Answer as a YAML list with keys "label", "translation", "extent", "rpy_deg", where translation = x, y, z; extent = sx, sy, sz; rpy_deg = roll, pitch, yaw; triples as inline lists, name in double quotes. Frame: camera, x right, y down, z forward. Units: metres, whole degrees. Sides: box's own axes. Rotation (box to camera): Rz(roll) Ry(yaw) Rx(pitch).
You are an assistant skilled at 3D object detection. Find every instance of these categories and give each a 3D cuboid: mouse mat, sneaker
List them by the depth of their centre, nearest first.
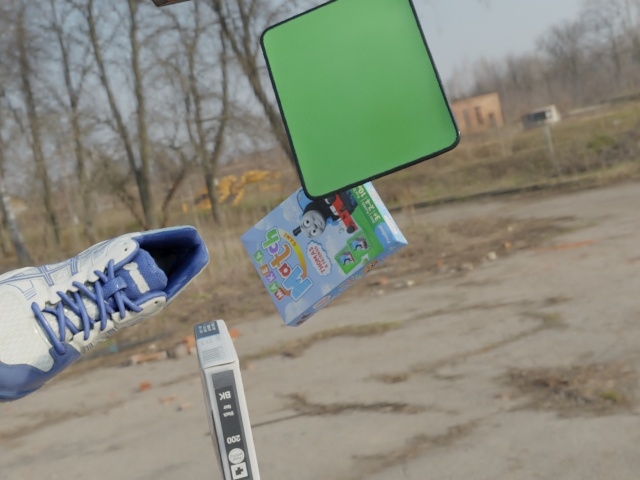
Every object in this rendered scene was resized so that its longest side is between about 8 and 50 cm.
- label: "mouse mat"
  translation: [0.032, -0.143, 0.902]
  extent: [0.153, 0.189, 0.007]
  rpy_deg: [-20, -20, 11]
- label: "sneaker"
  translation: [-0.222, 0.049, 0.937]
  extent: [0.131, 0.112, 0.296]
  rpy_deg: [-25, 8, 31]

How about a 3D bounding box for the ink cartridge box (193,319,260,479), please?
- label: "ink cartridge box"
  translation: [-0.101, 0.210, 1.088]
  extent: [0.045, 0.208, 0.206]
  rpy_deg: [-12, 9, -9]

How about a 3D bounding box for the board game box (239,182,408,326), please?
- label: "board game box"
  translation: [0.000, 0.000, 1.398]
  extent: [0.211, 0.160, 0.039]
  rpy_deg: [-39, -24, 21]

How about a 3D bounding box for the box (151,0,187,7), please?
- label: "box"
  translation: [-0.105, -0.252, 0.550]
  extent: [0.036, 0.207, 0.114]
  rpy_deg: [-10, -13, 9]
